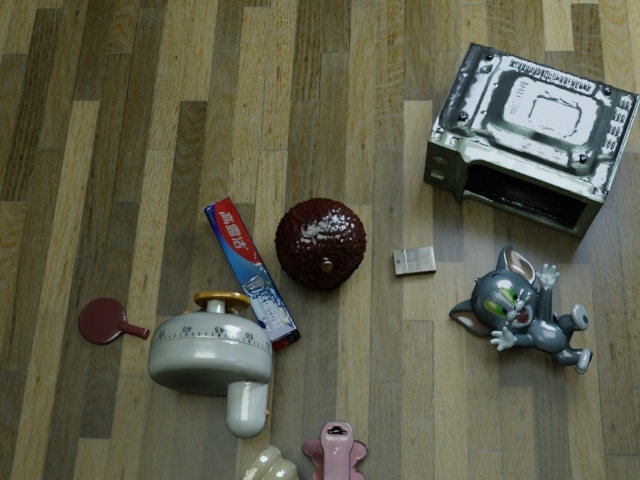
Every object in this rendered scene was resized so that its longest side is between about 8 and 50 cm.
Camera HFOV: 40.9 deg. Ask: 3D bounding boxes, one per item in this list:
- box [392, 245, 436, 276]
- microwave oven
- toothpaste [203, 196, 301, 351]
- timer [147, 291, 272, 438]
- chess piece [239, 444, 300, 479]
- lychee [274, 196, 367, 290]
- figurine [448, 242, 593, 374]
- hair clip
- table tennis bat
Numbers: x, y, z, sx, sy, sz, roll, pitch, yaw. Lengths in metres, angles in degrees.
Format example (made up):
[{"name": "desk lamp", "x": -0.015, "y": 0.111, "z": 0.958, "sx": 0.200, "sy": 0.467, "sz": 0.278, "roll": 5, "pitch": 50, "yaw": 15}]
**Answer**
[{"name": "box", "x": 0.190, "y": 0.043, "z": 1.739, "sx": 0.083, "sy": 0.024, "sz": 0.053, "roll": -7, "pitch": 69, "yaw": 0}, {"name": "microwave oven", "x": 0.415, "y": -0.208, "z": 1.714, "sx": 0.354, "sy": 0.218, "sz": 0.286, "roll": 22, "pitch": 73, "yaw": 12}, {"name": "toothpaste", "x": -0.138, "y": 0.065, "z": 1.728, "sx": 0.066, "sy": 0.076, "sz": 0.321, "roll": -28, "pitch": 69, "yaw": -4}, {"name": "timer", "x": -0.201, "y": 0.238, "z": 1.585, "sx": 0.233, "sy": 0.233, "sz": 0.240, "roll": 0, "pitch": 66, "yaw": 4}, {"name": "chess piece", "x": -0.034, "y": 0.500, "z": 1.532, "sx": 0.260, "sy": 0.143, "sz": 0.143, "roll": 38, "pitch": 76, "yaw": 11}, {"name": "lychee", "x": 0.000, "y": 0.000, "z": 1.686, "sx": 0.194, "sy": 0.194, "sz": 0.195, "roll": -2, "pitch": 69, "yaw": 4}, {"name": "figurine", "x": 0.406, "y": 0.136, "z": 1.630, "sx": 0.265, "sy": 0.140, "sz": 0.193, "roll": 29, "pitch": 97, "yaw": 2}, {"name": "hair clip", "x": 0.029, "y": 0.409, "z": 1.560, "sx": 0.123, "sy": 0.102, "sz": 0.138, "roll": -3, "pitch": 58, "yaw": -1}, {"name": "table tennis bat", "x": -0.420, "y": 0.170, "z": 1.742, "sx": 0.154, "sy": 0.019, "sz": 0.098, "roll": 15, "pitch": 70, "yaw": 13}]
